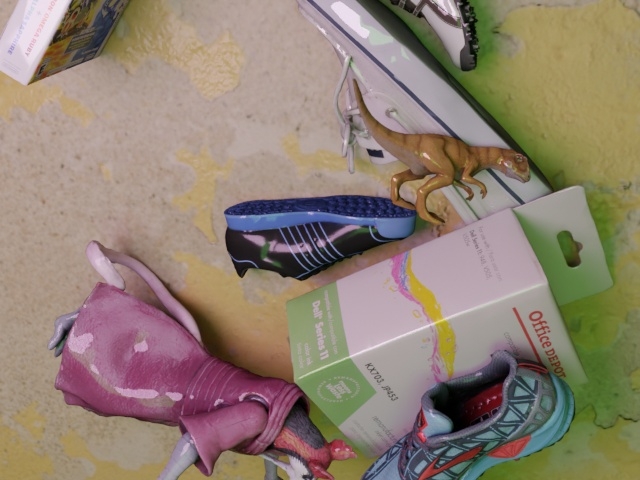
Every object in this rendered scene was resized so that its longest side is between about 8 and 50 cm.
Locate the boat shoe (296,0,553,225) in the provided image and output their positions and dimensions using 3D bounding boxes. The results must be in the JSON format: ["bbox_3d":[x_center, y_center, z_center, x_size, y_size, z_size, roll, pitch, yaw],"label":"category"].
[{"bbox_3d":[0.077,-0.130,0.796,0.367,0.136,0.156,40,112,-18],"label":"boat shoe"}]

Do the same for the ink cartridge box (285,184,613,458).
[{"bbox_3d":[0.165,0.102,0.827,0.353,0.119,0.207,-24,132,14],"label":"ink cartridge box"}]

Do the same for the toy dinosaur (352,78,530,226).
[{"bbox_3d":[0.102,-0.082,0.722,0.211,0.064,0.112,12,107,-20],"label":"toy dinosaur"}]

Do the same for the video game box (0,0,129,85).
[{"bbox_3d":[-0.233,-0.259,0.737,0.048,0.205,0.187,31,110,-9],"label":"video game box"}]

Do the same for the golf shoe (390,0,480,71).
[{"bbox_3d":[0.104,-0.263,0.771,0.094,0.077,0.198,-21,97,19],"label":"golf shoe"}]

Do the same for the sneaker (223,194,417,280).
[{"bbox_3d":[0.000,0.000,0.872,0.232,0.081,0.090,0,112,14],"label":"sneaker"}]

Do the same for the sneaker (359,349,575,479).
[{"bbox_3d":[0.128,0.199,0.775,0.262,0.104,0.125,-39,123,15],"label":"sneaker"}]

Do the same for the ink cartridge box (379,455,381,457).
[{"bbox_3d":[0.132,0.346,0.905,0.087,0.208,0.153,-16,107,11],"label":"ink cartridge box"}]

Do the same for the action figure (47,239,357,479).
[{"bbox_3d":[-0.123,0.183,0.881,0.370,0.248,0.275,14,85,19],"label":"action figure"}]
